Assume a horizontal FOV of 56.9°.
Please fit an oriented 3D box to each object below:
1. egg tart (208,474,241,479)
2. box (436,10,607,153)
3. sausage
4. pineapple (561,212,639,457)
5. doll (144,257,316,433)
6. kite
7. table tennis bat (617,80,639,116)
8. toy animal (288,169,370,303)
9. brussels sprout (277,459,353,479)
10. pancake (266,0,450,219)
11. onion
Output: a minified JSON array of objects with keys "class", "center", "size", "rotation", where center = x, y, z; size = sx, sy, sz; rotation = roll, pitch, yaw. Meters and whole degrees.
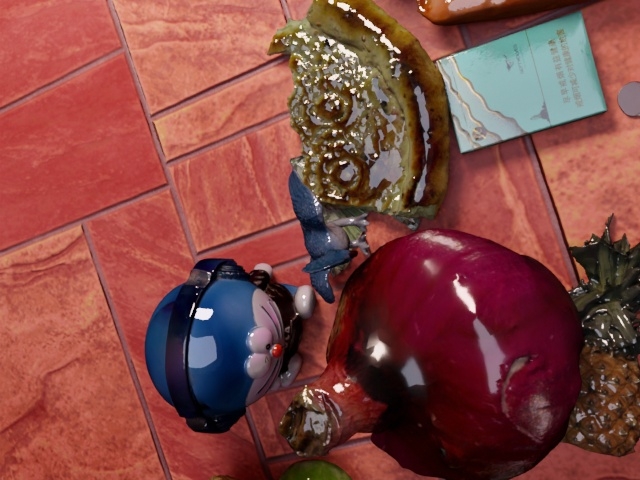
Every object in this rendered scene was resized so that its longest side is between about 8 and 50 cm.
[{"class":"egg tart","center":[-0.121,0.574,1.042],"size":[0.345,0.132,0.345],"rotation":[39,146,33]},{"class":"box","center":[0.318,-0.248,0.950],"size":[0.229,0.041,0.162],"rotation":[-16,90,18]},{"class":"sausage","center":[0.323,-0.400,0.908],"size":[0.348,0.094,0.097],"rotation":[-7,80,20]},{"class":"pineapple","center":[0.434,0.135,0.912],"size":[0.165,0.165,0.365],"rotation":[8,90,17]},{"class":"doll","center":[-0.153,0.168,1.003],"size":[0.240,0.310,0.284],"rotation":[2,96,19]},{"class":"kite","center":[0.058,-0.088,1.065],"size":[0.267,0.013,0.323],"rotation":[26,105,14]},{"class":"table tennis bat","center":[0.497,-0.208,0.916],"size":[0.050,0.007,0.083],"rotation":[-31,84,17]},{"class":"toy animal","center":[0.000,0.000,0.973],"size":[0.255,0.176,0.239],"rotation":[5,109,56]},{"class":"brussels sprout","center":[-0.002,0.490,1.077],"size":[0.180,0.144,0.161],"rotation":[38,72,-11]},{"class":"pancake","center":[0.061,-0.229,1.004],"size":[0.304,0.067,0.427],"rotation":[-9,95,23]},{"class":"onion","center":[0.124,0.173,0.849],"size":[0.398,0.420,0.398],"rotation":[13,105,60]}]
